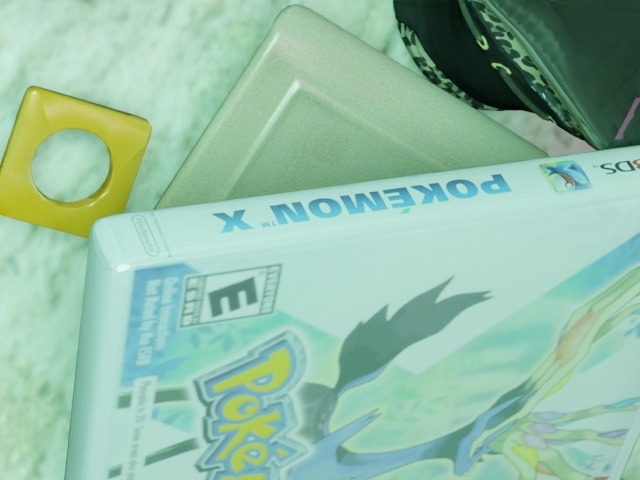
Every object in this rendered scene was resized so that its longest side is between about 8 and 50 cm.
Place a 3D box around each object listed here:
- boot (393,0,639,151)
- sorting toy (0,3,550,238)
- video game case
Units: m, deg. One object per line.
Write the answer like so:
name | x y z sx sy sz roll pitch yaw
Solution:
boot | 0.072 -0.139 0.854 0.085 0.178 0.236 -41 114 -11
sorting toy | 0.000 0.000 0.909 0.348 0.047 0.196 29 99 -25
video game case | 0.025 0.098 0.858 0.300 0.036 0.329 -8 136 -21
